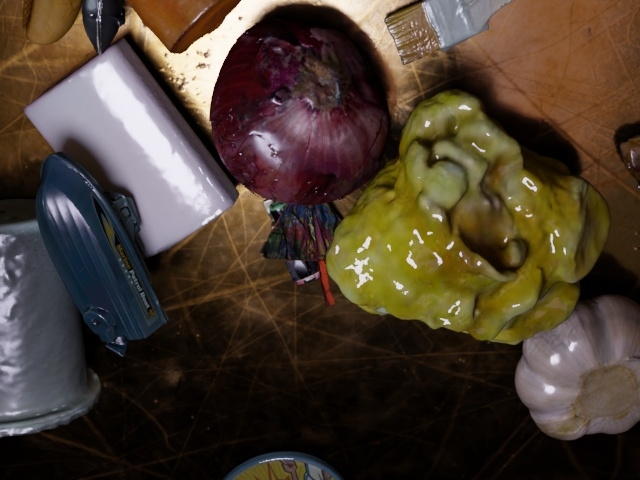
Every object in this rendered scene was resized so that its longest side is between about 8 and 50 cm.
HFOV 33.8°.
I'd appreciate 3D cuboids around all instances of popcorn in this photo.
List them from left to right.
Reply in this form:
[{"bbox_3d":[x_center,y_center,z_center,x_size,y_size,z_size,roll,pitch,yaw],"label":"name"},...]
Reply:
[{"bbox_3d":[0.195,-0.016,1.395,0.334,0.293,0.292,22,78,-42],"label":"popcorn"}]

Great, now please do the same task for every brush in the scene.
[{"bbox_3d":[0.248,-0.330,1.377,0.336,0.020,0.085,-22,109,11],"label":"brush"}]

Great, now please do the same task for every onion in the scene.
[{"bbox_3d":[-0.034,-0.164,1.380,0.252,0.219,0.252,3,83,-23],"label":"onion"}]

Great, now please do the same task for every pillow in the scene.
[{"bbox_3d":[-0.282,-0.298,1.362,0.055,0.136,0.091,-23,114,-1],"label":"pillow"}]

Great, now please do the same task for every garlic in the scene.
[{"bbox_3d":[0.384,0.175,1.503,0.227,0.152,0.228,-1,108,-3],"label":"garlic"}]

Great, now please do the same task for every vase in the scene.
[{"bbox_3d":[-0.441,0.100,1.488,0.244,0.245,0.291,0,108,4],"label":"vase"}]

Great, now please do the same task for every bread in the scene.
[{"bbox_3d":[-0.340,-0.342,1.364,0.077,0.114,0.189,-6,128,-32],"label":"bread"}]

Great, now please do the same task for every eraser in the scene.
[{"bbox_3d":[-0.260,-0.121,1.454,0.174,0.095,0.270,-30,108,21],"label":"eraser"}]

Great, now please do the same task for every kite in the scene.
[{"bbox_3d":[0.000,0.000,1.468,0.009,0.232,0.189,-19,77,44],"label":"kite"}]

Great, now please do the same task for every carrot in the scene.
[{"bbox_3d":[-0.205,-0.361,1.341,0.225,0.159,0.159,44,109,0],"label":"carrot"}]

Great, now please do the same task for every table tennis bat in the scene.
[{"bbox_3d":[-0.100,0.465,1.715,0.329,0.044,0.215,-34,107,14],"label":"table tennis bat"}]

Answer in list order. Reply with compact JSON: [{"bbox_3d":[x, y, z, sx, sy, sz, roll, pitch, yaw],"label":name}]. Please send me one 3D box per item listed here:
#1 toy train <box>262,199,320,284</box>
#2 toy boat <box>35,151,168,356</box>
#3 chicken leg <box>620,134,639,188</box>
[{"bbox_3d":[-0.039,-0.009,1.490,0.050,0.087,0.138,-21,109,8],"label":"toy train"},{"bbox_3d":[-0.301,0.005,1.417,0.114,0.122,0.296,3,128,28],"label":"toy boat"},{"bbox_3d":[0.493,-0.041,1.453,0.107,0.087,0.252,-35,100,-6],"label":"chicken leg"}]
